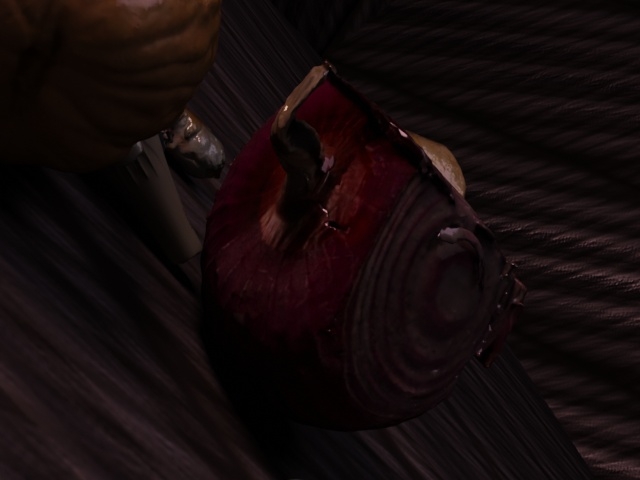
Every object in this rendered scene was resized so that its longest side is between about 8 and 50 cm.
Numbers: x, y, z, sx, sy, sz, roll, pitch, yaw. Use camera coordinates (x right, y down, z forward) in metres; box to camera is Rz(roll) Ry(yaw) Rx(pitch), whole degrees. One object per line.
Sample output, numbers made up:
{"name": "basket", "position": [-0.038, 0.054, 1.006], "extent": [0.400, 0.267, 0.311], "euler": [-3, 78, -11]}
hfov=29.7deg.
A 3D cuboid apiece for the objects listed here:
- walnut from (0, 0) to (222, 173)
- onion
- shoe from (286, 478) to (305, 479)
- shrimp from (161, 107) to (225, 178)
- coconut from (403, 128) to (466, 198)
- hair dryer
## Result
{"name": "walnut", "position": [-0.174, -0.161, 0.798], "extent": [0.225, 0.225, 0.261], "euler": [50, 12, -21]}
{"name": "onion", "position": [0.010, 0.020, 0.958], "extent": [0.272, 0.230, 0.256], "euler": [40, 4, -17]}
{"name": "shoe", "position": [0.048, 0.218, 0.838], "extent": [0.251, 0.100, 0.103], "euler": [37, 19, -52]}
{"name": "shrimp", "position": [-0.139, -0.101, 1.154], "extent": [0.161, 0.049, 0.166], "euler": [45, 3, -25]}
{"name": "coconut", "position": [0.070, -0.048, 1.541], "extent": [0.197, 0.237, 0.237], "euler": [49, 10, -6]}
{"name": "hair dryer", "position": [-0.156, -0.057, 1.028], "extent": [0.167, 0.067, 0.199], "euler": [62, -6, -5]}
